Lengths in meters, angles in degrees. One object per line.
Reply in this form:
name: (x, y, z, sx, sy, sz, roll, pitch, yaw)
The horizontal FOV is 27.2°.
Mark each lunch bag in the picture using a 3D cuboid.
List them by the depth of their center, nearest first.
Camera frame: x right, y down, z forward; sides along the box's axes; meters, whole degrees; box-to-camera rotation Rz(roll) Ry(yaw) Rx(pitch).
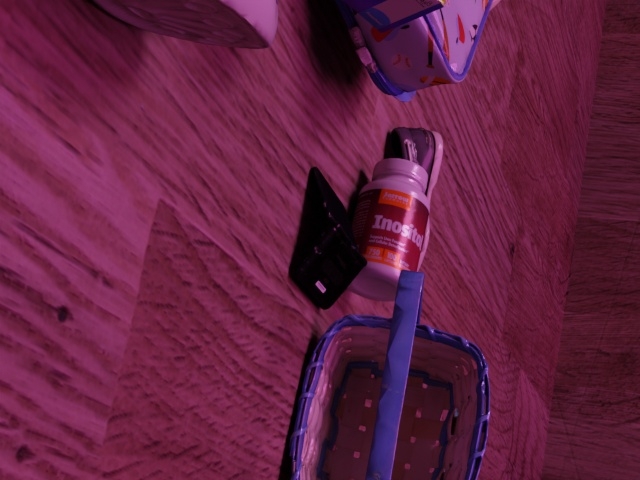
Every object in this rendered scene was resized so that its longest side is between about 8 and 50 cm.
lunch bag: (0.100, -0.300, 1.388, 0.243, 0.115, 0.303, 61, 37, -33)

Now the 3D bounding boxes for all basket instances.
basket: (0.074, 0.185, 1.379, 0.289, 0.201, 0.255, 72, 29, -70)

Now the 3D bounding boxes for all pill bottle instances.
pill bottle: (0.077, -0.014, 1.514, 0.086, 0.086, 0.152, 62, 37, -58)

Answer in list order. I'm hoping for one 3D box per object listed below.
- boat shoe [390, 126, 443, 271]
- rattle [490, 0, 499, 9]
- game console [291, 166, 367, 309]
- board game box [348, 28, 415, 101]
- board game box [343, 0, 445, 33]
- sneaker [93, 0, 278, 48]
boat shoe: (0.097, -0.041, 1.639, 0.065, 0.075, 0.206, 13, 88, -28)
rattle: (0.147, -0.317, 1.667, 0.200, 0.130, 0.143, -46, 134, -21)
game console: (0.000, 0.000, 1.406, 0.107, 0.071, 0.122, -50, 154, -5)
board game box: (0.056, -0.227, 1.447, 0.169, 0.033, 0.133, 65, 26, -18)
board game box: (0.037, -0.389, 1.134, 0.233, 0.078, 0.347, 33, 58, -33)
sneaker: (-0.096, -0.277, 0.857, 0.323, 0.130, 0.236, 27, 74, -64)
